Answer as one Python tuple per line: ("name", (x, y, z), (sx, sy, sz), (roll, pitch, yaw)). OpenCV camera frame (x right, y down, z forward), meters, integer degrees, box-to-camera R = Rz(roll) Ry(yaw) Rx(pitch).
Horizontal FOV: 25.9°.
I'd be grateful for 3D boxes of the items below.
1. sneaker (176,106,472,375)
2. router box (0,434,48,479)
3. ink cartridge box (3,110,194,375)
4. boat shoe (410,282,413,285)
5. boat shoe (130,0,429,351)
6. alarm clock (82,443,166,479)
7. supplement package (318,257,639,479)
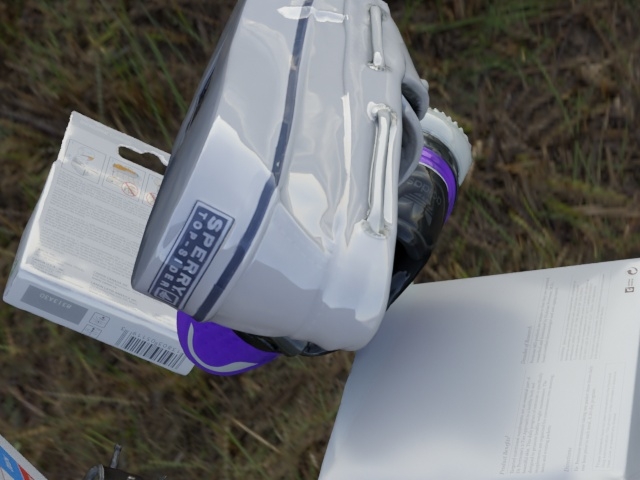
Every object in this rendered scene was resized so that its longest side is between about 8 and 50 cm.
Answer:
("sneaker", (-0.020, 0.032, 0.964), (0.102, 0.293, 0.146), (35, 39, -17))
("router box", (0.012, 0.190, 0.225), (0.082, 0.301, 0.335), (-42, 23, -5))
("ink cartridge box", (-0.180, -0.001, 1.291), (0.181, 0.056, 0.224), (24, 39, -17))
("boat shoe", (-0.004, 0.000, 1.372), (0.127, 0.340, 0.113), (4, 86, -15))
("boat shoe", (-0.003, -0.046, 0.521), (0.084, 0.095, 0.258), (26, 37, -10))
("alarm clock", (-0.194, 0.280, 1.199), (0.064, 0.129, 0.192), (23, 92, -16))
("supplement package", (0.134, 0.138, 0.948), (0.203, 0.149, 0.194), (-8, 40, 26))
